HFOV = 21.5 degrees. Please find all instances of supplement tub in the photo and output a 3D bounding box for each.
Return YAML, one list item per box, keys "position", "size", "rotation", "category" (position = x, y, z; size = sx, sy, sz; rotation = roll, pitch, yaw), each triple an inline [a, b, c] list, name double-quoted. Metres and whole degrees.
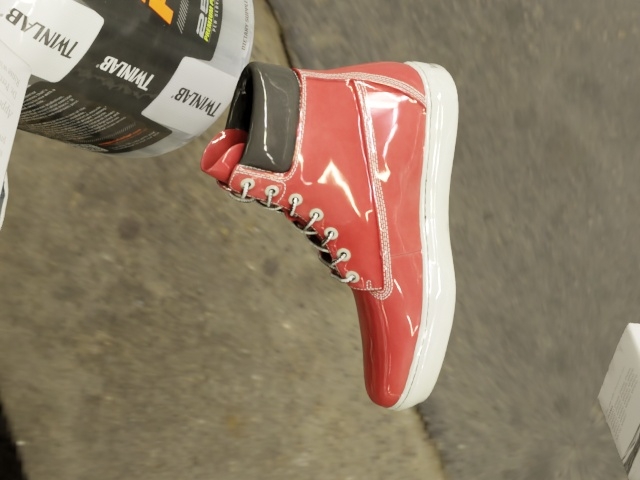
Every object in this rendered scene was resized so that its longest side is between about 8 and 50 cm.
- position: [-0.207, -0.184, 1.226]
  size: [0.207, 0.338, 0.207]
  rotation: [-3, 82, 24]
  category: "supplement tub"

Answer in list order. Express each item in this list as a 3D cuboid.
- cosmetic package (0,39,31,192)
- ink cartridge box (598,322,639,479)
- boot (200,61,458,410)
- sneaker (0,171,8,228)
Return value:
- position: [-0.299, 0.035, 0.863]
  size: [0.156, 0.217, 0.385]
  rotation: [3, 68, 23]
  category: "cosmetic package"
- position: [0.208, 0.105, 0.846]
  size: [0.099, 0.135, 0.056]
  rotation: [4, 125, -12]
  category: "ink cartridge box"
- position: [0.000, 0.000, 1.151]
  size: [0.176, 0.088, 0.244]
  rotation: [-3, 97, -25]
  category: "boot"
- position: [-0.372, 0.026, 1.499]
  size: [0.126, 0.127, 0.321]
  rotation: [24, 76, -6]
  category: "sneaker"
